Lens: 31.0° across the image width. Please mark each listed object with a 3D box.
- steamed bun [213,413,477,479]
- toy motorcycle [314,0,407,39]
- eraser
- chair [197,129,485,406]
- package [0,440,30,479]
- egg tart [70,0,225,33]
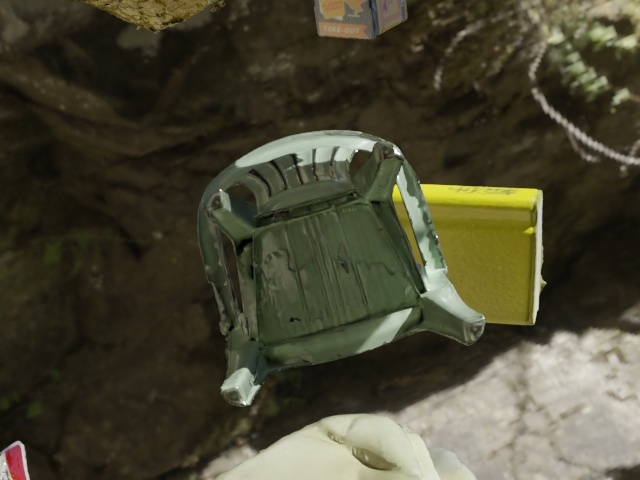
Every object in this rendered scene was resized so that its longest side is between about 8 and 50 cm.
[{"bbox_3d":[0.094,0.277,0.835,0.394,0.237,0.347,62,-17,-16],"label":"steamed bun"},{"bbox_3d":[0.043,-0.308,0.916,0.091,0.157,0.263,11,-57,37],"label":"toy motorcycle"},{"bbox_3d":[0.157,0.014,1.386,0.069,0.226,0.158,-46,138,-70],"label":"eraser"},{"bbox_3d":[0.000,0.000,0.926,0.275,0.203,0.190,-154,-132,-87],"label":"chair"},{"bbox_3d":[-0.376,0.335,1.288,0.239,0.030,0.154,-44,124,-72],"label":"package"},{"bbox_3d":[-0.147,-0.347,1.349,0.132,0.345,0.345,58,-7,-21],"label":"egg tart"}]
